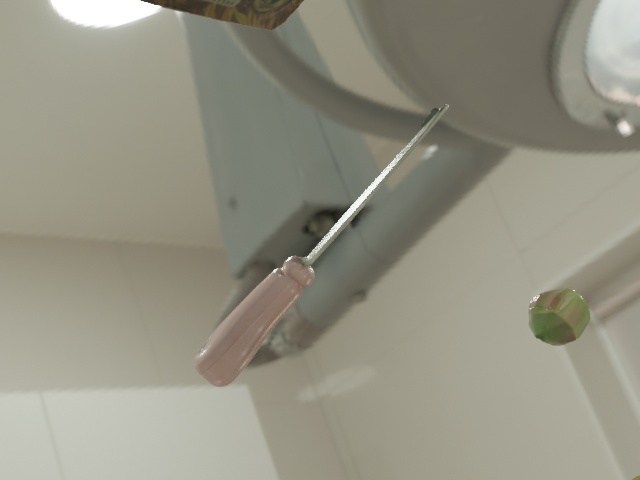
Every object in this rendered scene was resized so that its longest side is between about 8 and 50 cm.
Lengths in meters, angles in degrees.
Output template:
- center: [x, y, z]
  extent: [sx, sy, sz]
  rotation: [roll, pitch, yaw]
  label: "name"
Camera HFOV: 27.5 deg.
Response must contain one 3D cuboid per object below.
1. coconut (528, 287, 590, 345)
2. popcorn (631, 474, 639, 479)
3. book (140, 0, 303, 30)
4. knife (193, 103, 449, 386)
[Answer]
- center: [0.331, 0.110, 1.840]
  extent: [0.081, 0.083, 0.082]
  rotation: [-48, -7, -22]
  label: "coconut"
- center: [0.340, 0.300, 1.102]
  extent: [0.266, 0.233, 0.192]
  rotation: [-47, -31, -13]
  label: "popcorn"
- center: [0.000, -0.379, 1.266]
  extent: [0.428, 0.039, 0.300]
  rotation: [-45, -23, 25]
  label: "book"
- center: [0.000, 0.001, 1.182]
  extent: [0.336, 0.043, 0.081]
  rotation: [-50, 4, 8]
  label: "knife"
